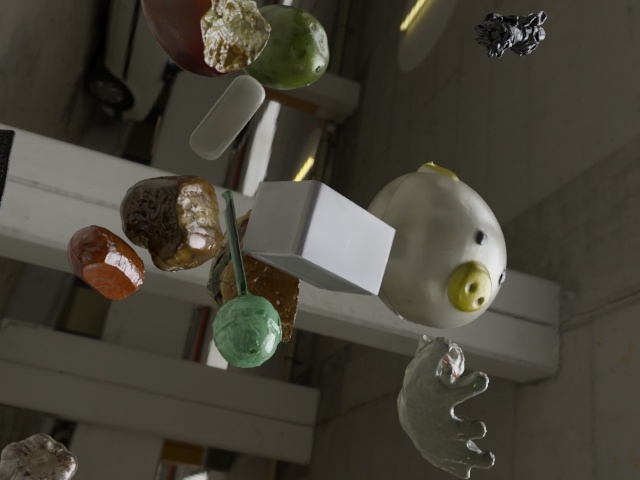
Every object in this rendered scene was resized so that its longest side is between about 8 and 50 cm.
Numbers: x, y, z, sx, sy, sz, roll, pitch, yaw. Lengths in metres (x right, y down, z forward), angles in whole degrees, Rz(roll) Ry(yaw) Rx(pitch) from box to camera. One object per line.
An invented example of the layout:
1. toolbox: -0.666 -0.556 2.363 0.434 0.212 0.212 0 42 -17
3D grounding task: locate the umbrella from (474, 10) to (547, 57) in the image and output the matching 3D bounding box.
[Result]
1. umbrella: 0.532 -0.562 1.882 0.110 0.272 0.122 19 -65 44

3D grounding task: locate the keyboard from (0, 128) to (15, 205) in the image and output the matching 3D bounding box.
1. keyboard: -0.773 -0.105 1.573 0.041 0.103 0.381 110 -21 -62

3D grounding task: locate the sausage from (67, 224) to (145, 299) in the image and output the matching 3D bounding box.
1. sausage: -0.587 0.060 1.895 0.141 0.153 0.268 62 1 32

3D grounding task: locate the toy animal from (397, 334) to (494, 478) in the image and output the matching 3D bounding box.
1. toy animal: 0.297 0.382 1.638 0.266 0.307 0.188 -51 -171 7

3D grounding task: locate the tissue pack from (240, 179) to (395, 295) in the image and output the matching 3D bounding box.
1. tissue pack: -0.001 0.000 1.278 0.159 0.246 0.136 3 -109 42

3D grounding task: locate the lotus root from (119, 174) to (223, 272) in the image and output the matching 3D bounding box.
1. lotus root: -0.457 -0.050 2.024 0.250 0.316 0.316 32 73 -80

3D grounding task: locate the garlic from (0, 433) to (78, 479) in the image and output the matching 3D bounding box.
1. garlic: -0.609 0.494 1.491 0.102 0.159 0.147 -49 -143 44

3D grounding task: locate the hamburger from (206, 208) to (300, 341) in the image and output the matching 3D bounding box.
1. hamburger: -0.165 0.089 1.647 0.162 0.208 0.330 -152 -119 -68

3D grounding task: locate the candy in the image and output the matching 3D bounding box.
1. candy: -0.152 0.050 1.303 0.440 0.119 0.119 -104 -149 -46

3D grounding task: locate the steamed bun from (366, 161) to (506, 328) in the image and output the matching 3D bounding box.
1. steamed bun: 0.252 0.023 1.552 0.333 0.374 0.334 -19 -135 20

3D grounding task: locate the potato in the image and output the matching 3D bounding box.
1. potato: -0.105 -0.498 1.791 0.304 0.215 0.216 25 -80 56

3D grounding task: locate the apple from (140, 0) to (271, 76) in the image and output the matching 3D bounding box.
1. apple: -0.159 -0.305 0.918 0.147 0.158 0.156 -2 -123 40

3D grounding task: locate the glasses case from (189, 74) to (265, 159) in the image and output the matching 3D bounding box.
1. glasses case: -0.200 -0.263 1.487 0.204 0.081 0.051 -48 -162 10
